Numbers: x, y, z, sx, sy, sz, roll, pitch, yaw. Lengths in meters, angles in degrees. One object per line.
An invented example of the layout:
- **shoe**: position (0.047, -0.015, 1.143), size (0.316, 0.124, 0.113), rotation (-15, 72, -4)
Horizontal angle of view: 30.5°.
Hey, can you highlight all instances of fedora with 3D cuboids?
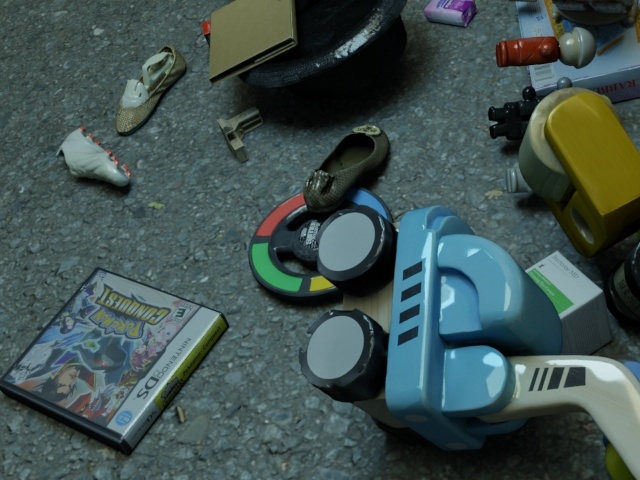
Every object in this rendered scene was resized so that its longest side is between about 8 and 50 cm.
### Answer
- **fedora**: position (0.024, -0.336, 2.003), size (0.334, 0.152, 0.334), rotation (-22, 41, 21)

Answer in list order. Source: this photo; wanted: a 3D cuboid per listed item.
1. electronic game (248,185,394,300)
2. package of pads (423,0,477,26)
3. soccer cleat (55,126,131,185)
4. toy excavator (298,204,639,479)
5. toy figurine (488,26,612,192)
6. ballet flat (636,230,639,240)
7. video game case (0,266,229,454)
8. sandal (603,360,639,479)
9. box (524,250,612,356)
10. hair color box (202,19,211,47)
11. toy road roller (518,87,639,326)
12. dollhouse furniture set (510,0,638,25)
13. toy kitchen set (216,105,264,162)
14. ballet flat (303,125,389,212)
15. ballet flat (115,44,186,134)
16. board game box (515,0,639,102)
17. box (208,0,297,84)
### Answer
- **electronic game**: position (0.000, 0.000, 1.779), size (0.229, 0.048, 0.229), rotation (-12, 45, 12)
- **package of pads**: position (0.230, -0.409, 2.088), size (0.083, 0.032, 0.050), rotation (17, 59, 34)
- **soccer cleat**: position (-0.399, -0.132, 2.066), size (0.076, 0.068, 0.196), rotation (-48, 46, -4)
- **toy excavator**: position (0.216, 0.145, 1.359), size (0.445, 0.222, 0.433), rotation (-12, 58, 30)
- **toy figurine**: position (0.338, -0.181, 1.702), size (0.148, 0.213, 0.209), rotation (-5, 47, -3)
- **ballet flat**: position (0.538, -0.046, 1.578), size (0.231, 0.077, 0.077), rotation (-16, 44, 8)
- **video game case**: position (-0.312, 0.170, 1.755), size (0.275, 0.035, 0.248), rotation (17, 57, 34)
- **sandal**: position (0.461, 0.164, 1.382), size (0.317, 0.126, 0.138), rotation (-22, 40, 0)
- **box**: position (0.310, 0.092, 1.523), size (0.087, 0.102, 0.101), rotation (-31, 43, -10)
- **hair color box**: position (-0.143, -0.391, 2.197), size (0.141, 0.072, 0.043), rotation (-19, 43, 5)
- **toy road roller**: position (0.425, -0.064, 1.475), size (0.240, 0.202, 0.329), rotation (-32, 78, -4)
- **dollhouse furniture set**: position (0.384, -0.330, 1.720), size (0.355, 0.303, 0.174), rotation (9, 90, 30)
- **toy kitchen set**: position (-0.130, -0.193, 2.003), size (0.075, 0.068, 0.083), rotation (-28, 44, -5)
- **ballet flat**: position (0.040, -0.126, 1.839), size (0.084, 0.058, 0.250), rotation (6, 33, 28)
- **ballet flat**: position (-0.325, -0.286, 2.174), size (0.073, 0.067, 0.206), rotation (11, 54, 29)
- **board game box**: position (0.485, -0.354, 1.904), size (0.318, 0.066, 0.319), rotation (-11, 46, 13)
- **box**: position (-0.117, -0.362, 2.001), size (0.164, 0.021, 0.201), rotation (-24, 41, 19)
